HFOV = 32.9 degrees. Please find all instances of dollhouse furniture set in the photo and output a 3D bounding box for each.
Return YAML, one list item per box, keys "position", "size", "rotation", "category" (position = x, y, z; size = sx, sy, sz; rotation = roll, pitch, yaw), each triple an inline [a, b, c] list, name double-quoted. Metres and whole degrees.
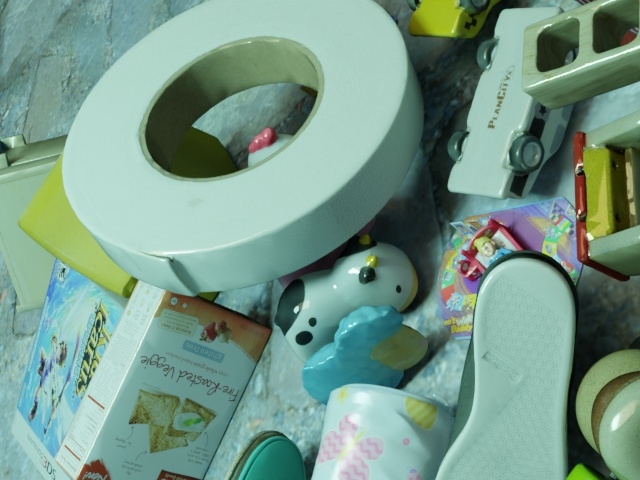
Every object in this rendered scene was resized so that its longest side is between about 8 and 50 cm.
- position: [-0.346, -0.064, 1.622]
  size: [0.287, 0.198, 0.303]
  rotation: [-14, 20, 0]
  category: "dollhouse furniture set"
- position: [0.252, -0.136, 0.883]
  size: [0.152, 0.201, 0.373]
  rotation: [-15, 64, 44]
  category: "dollhouse furniture set"

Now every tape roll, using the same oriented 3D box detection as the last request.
- position: [-0.084, -0.119, 1.143]
  size: [0.392, 0.072, 0.392]
  rotation: [-12, 50, 14]
  category: "tape roll"

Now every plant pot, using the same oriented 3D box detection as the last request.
- position: [-0.203, -0.025, 1.344]
  size: [0.212, 0.212, 0.187]
  rotation: [-54, 52, 11]
  category: "plant pot"

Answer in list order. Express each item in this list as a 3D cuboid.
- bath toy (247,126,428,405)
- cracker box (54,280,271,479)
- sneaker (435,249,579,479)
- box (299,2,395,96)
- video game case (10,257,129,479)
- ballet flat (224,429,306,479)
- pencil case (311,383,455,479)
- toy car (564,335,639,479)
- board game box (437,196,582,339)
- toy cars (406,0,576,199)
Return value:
- position: [0.000, 0.000, 1.142]
  size: [0.152, 0.129, 0.348]
  rotation: [-21, 45, -3]
  category: "bath toy"
- position: [-0.174, 0.173, 1.216]
  size: [0.067, 0.156, 0.232]
  rotation: [23, 87, 52]
  category: "cracker box"
- position: [0.163, 0.142, 0.906]
  size: [0.105, 0.147, 0.295]
  rotation: [10, 106, 14]
  category: "sneaker"
- position: [0.033, -0.234, 1.322]
  size: [0.136, 0.028, 0.081]
  rotation: [-19, 55, 44]
  category: "box"
- position: [-0.306, 0.178, 1.395]
  size: [0.244, 0.061, 0.269]
  rotation: [28, 104, 52]
  category: "video game case"
- position: [-0.086, 0.344, 1.061]
  size: [0.106, 0.108, 0.315]
  rotation: [-24, 50, 48]
  category: "ballet flat"
- position: [0.042, 0.262, 0.949]
  size: [0.124, 0.113, 0.273]
  rotation: [1, 69, 29]
  category: "pencil case"
- position: [0.250, 0.136, 0.806]
  size: [0.155, 0.149, 0.188]
  rotation: [-54, 10, 5]
  category: "toy car"
- position: [0.165, 0.022, 1.013]
  size: [0.169, 0.033, 0.133]
  rotation: [-11, 60, 46]
  category: "board game box"
- position: [0.183, -0.207, 1.092]
  size: [0.176, 0.087, 0.393]
  rotation: [-40, 46, 38]
  category: "toy cars"
